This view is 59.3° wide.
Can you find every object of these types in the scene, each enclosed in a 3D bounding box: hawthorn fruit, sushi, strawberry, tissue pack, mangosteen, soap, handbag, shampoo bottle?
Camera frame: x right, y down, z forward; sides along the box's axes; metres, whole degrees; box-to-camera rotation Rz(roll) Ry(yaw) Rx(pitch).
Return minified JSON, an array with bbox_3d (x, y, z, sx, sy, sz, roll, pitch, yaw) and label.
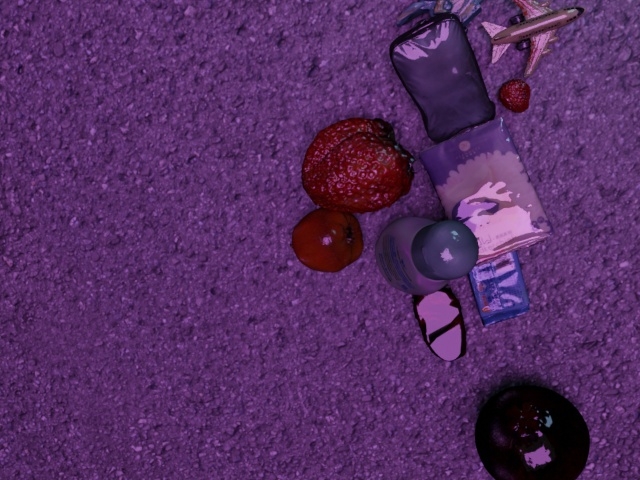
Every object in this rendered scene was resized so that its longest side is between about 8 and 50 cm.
[{"bbox_3d":[0.000,0.000,1.594,0.226,0.196,0.196,-10,103,33],"label":"hawthorn fruit"},{"bbox_3d":[0.349,0.234,1.628,0.136,0.126,0.225,-18,95,12],"label":"sushi"},{"bbox_3d":[0.092,-0.182,1.496,0.288,0.250,0.238,-30,137,-9],"label":"strawberry"},{"bbox_3d":[0.435,-0.120,1.489,0.243,0.125,0.343,-23,82,12],"label":"tissue pack"},{"bbox_3d":[0.607,0.581,1.604,0.307,0.306,0.347,-24,130,11],"label":"mangosteen"},{"bbox_3d":[0.515,-0.382,1.486,0.083,0.083,0.096,-39,106,13],"label":"strawberry"},{"bbox_3d":[0.492,0.086,1.596,0.156,0.077,0.293,-15,100,11],"label":"soap"},{"bbox_3d":[0.322,-0.405,1.455,0.192,0.075,0.332,-26,122,16],"label":"handbag"},{"bbox_3d":[0.276,0.035,1.461,0.151,0.349,0.221,-20,89,-17],"label":"shampoo bottle"}]

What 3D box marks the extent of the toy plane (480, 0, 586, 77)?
[{"bbox_3d":[0.546,-0.545,1.436,0.244,0.092,0.228,-16,98,10],"label":"toy plane"}]

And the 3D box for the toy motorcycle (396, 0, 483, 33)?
[{"bbox_3d":[0.329,-0.629,1.433,0.296,0.109,0.198,-41,84,20],"label":"toy motorcycle"}]
